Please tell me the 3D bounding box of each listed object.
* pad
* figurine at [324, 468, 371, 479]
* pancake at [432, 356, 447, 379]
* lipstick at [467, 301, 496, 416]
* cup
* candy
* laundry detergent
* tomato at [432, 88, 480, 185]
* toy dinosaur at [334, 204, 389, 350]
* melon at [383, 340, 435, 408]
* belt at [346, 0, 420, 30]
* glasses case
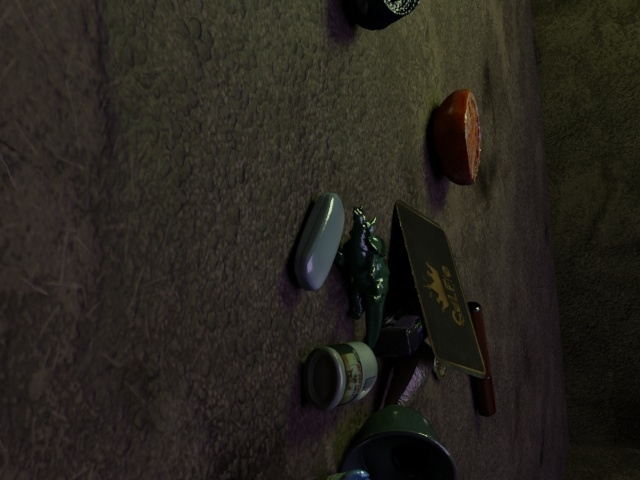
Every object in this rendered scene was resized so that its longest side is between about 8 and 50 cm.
[{"bbox_3d":[0.294,0.099,1.596,0.315,0.063,0.375,26,46,-51],"label":"pad"},{"bbox_3d":[0.041,0.417,1.216,0.114,0.079,0.114,-25,127,-38],"label":"figurine"},{"bbox_3d":[0.290,0.286,1.824,0.108,0.017,0.108,-2,93,-61],"label":"pancake"},{"bbox_3d":[0.444,0.334,2.102,0.057,0.057,0.356,-51,133,-54],"label":"lipstick"},{"bbox_3d":[0.137,0.370,1.341,0.150,0.199,0.199,-79,158,-64],"label":"cup"},{"bbox_3d":[0.186,0.164,1.524,0.312,0.088,0.061,-23,108,-63],"label":"candy"},{"bbox_3d":[0.047,0.219,1.252,0.226,0.070,0.099,10,72,-65],"label":"laundry detergent"},{"bbox_3d":[0.333,-0.249,1.849,0.237,0.095,0.236,-3,90,-69],"label":"tomato"},{"bbox_3d":[0.078,0.083,1.316,0.120,0.079,0.292,-20,110,-62],"label":"toy dinosaur"},{"bbox_3d":[0.161,0.282,1.469,0.054,0.098,0.182,47,42,-22],"label":"melon"},{"bbox_3d":[0.114,-0.486,1.375,0.122,0.128,0.218,20,70,-32],"label":"belt"},{"bbox_3d":[0.000,0.000,1.186,0.067,0.045,0.178,64,34,-42],"label":"glasses case"}]
